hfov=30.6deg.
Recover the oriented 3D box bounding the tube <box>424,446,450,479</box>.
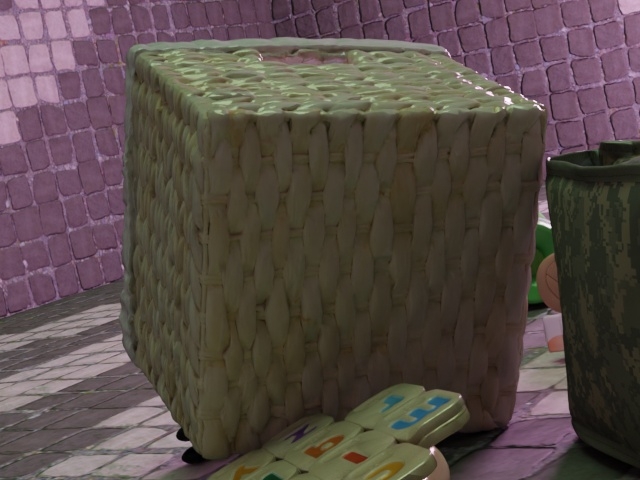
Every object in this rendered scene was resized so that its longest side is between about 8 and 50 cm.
[{"bbox_3d":[0.039,0.197,0.760,0.070,0.062,0.240,-57,-5,19],"label":"tube"}]

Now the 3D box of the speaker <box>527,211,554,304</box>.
[{"bbox_3d":[0.290,0.015,1.699,0.131,0.131,0.296,-12,5,5],"label":"speaker"}]

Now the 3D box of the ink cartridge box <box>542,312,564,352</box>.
[{"bbox_3d":[0.344,0.080,1.218,0.145,0.045,0.179,-10,0,-30],"label":"ink cartridge box"}]

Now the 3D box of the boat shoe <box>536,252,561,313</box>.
[{"bbox_3d":[0.398,0.041,1.369,0.285,0.102,0.092,-7,1,10],"label":"boat shoe"}]

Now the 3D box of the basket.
[{"bbox_3d":[0.000,0.000,1.075,0.328,0.331,0.266,-3,21,-19],"label":"basket"}]

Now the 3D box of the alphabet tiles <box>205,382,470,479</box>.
[{"bbox_3d":[-0.032,0.184,0.824,0.284,0.021,0.278,-30,5,-17],"label":"alphabet tiles"}]

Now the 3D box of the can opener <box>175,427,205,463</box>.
[{"bbox_3d":[-0.067,0.174,1.196,0.186,0.059,0.073,-15,7,-33],"label":"can opener"}]

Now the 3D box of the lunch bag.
[{"bbox_3d":[0.267,0.042,0.876,0.169,0.235,0.287,-10,6,-12],"label":"lunch bag"}]
